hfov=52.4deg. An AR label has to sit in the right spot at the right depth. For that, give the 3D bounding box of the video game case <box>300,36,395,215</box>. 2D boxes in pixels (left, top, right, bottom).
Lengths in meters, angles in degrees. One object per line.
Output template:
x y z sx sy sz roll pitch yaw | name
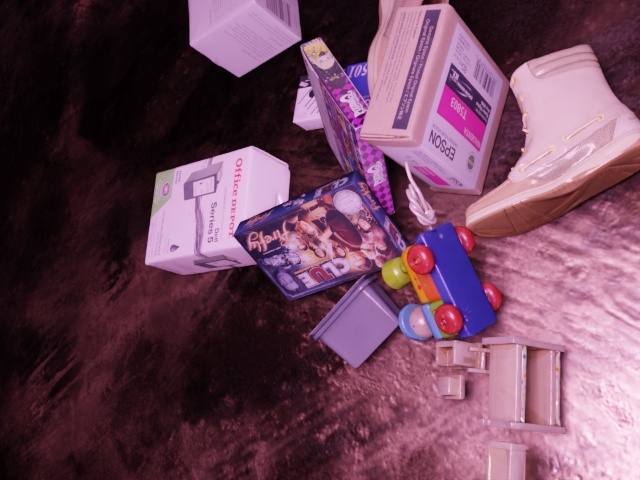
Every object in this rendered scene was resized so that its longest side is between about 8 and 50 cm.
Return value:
0.046 -0.175 1.045 0.041 0.232 0.210 -25 55 -3 | video game case

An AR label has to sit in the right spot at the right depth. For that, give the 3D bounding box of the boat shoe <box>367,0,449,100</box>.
0.156 -0.317 1.070 0.110 0.121 0.342 -9 68 37 | boat shoe

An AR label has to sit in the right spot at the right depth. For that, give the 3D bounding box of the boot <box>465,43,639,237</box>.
0.298 -0.138 0.912 0.261 0.095 0.204 -32 57 26 | boot

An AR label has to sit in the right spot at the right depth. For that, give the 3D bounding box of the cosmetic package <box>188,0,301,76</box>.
-0.159 -0.470 1.355 0.183 0.151 0.152 -21 63 31 | cosmetic package

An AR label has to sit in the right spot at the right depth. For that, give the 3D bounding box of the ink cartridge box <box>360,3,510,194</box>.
0.174 -0.192 0.936 0.088 0.234 0.193 10 82 38 | ink cartridge box

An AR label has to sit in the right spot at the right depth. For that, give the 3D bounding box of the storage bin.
0.065 0.129 1.019 0.091 0.098 0.135 45 105 10 | storage bin

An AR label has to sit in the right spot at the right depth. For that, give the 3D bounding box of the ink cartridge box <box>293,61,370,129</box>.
0.047 -0.266 1.190 0.207 0.046 0.097 0 76 38 | ink cartridge box

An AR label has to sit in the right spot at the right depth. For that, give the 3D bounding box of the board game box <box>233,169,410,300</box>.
0.000 0.000 1.061 0.243 0.165 0.042 -22 30 32 | board game box

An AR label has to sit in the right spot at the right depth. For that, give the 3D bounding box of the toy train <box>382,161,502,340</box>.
0.138 0.025 0.928 0.143 0.105 0.248 -32 81 55 | toy train

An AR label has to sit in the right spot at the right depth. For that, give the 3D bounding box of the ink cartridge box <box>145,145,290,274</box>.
-0.203 -0.051 1.269 0.272 0.114 0.199 -10 69 36 | ink cartridge box

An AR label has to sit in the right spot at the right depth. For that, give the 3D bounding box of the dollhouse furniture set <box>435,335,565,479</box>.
0.234 0.228 0.864 0.161 0.101 0.182 -20 61 60 | dollhouse furniture set
